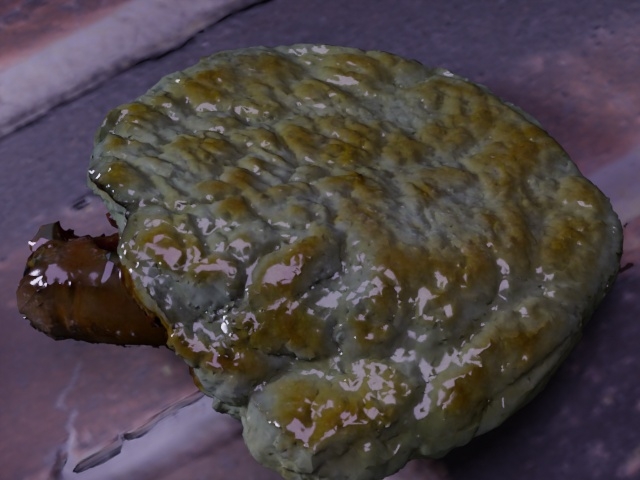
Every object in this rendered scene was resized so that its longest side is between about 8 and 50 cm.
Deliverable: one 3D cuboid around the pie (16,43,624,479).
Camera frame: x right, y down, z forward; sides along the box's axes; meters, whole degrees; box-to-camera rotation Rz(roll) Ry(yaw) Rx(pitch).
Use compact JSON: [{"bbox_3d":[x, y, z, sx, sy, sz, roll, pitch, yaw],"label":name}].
[{"bbox_3d":[0.008,-0.005,0.941,0.274,0.105,0.257,28,58,20],"label":"pie"}]
